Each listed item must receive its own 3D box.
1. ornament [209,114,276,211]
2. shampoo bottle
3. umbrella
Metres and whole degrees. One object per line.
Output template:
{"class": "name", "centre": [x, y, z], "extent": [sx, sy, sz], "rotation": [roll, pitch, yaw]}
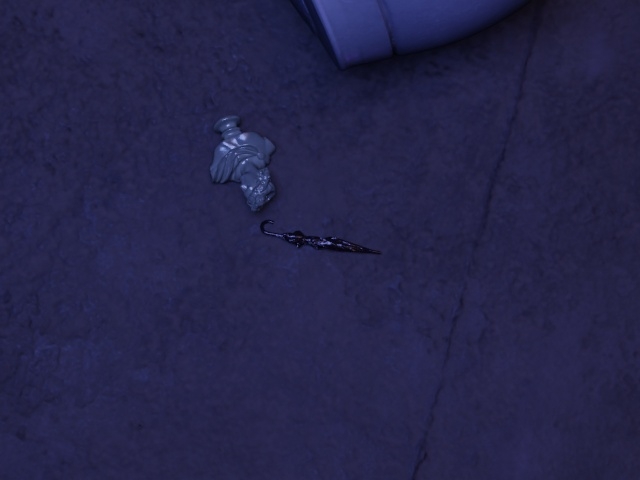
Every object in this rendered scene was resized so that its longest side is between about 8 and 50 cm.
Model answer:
{"class": "ornament", "centre": [-0.074, -0.076, 1.325], "extent": [0.092, 0.041, 0.068], "rotation": [38, 78, 12]}
{"class": "shampoo bottle", "centre": [0.075, -0.307, 1.240], "extent": [0.266, 0.273, 0.273], "rotation": [-27, 85, -1]}
{"class": "umbrella", "centre": [-0.001, 0.003, 1.333], "extent": [0.122, 0.013, 0.022], "rotation": [14, 62, 1]}
